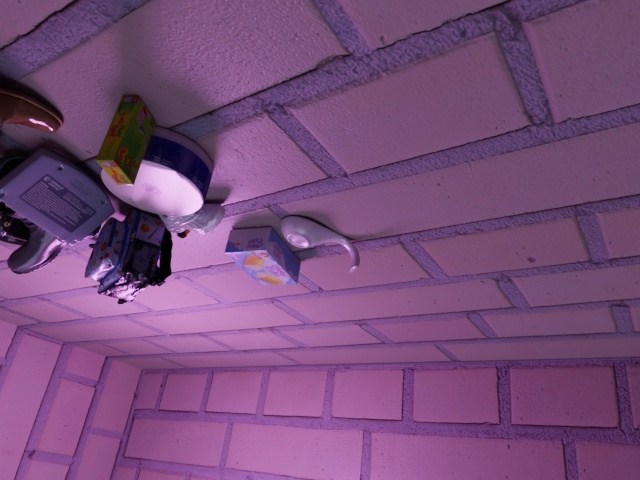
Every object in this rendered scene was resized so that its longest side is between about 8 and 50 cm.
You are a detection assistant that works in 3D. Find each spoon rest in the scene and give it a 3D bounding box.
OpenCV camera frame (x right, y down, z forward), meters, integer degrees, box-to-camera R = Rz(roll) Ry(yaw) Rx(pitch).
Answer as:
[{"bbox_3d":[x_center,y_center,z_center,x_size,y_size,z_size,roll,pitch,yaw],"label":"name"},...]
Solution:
[{"bbox_3d":[0.000,0.000,1.579,0.276,0.084,0.137,28,148,-9],"label":"spoon rest"}]

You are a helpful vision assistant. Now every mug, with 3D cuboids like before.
[{"bbox_3d":[-0.869,-0.166,1.408,0.097,0.130,0.157,4,-166,27],"label":"mug"}]

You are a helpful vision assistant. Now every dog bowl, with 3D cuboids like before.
[{"bbox_3d":[-0.419,-0.173,1.316,0.264,0.104,0.265,7,153,4],"label":"dog bowl"}]

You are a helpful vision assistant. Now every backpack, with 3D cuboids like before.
[{"bbox_3d":[-0.600,0.036,1.600,0.213,0.264,0.276,35,139,-31],"label":"backpack"}]

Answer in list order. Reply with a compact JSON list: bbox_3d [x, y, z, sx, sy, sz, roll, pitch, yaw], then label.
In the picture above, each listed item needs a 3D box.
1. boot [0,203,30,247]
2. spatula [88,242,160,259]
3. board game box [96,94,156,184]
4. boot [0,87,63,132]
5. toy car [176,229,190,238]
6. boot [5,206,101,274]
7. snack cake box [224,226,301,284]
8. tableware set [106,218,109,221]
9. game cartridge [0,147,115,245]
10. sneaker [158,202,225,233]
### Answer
[{"bbox_3d":[-0.991,-0.114,1.569,0.377,0.138,0.284,35,143,-32],"label":"boot"},{"bbox_3d":[-0.705,0.040,1.884,0.296,0.031,0.084,10,155,-4],"label":"spatula"},{"bbox_3d":[-0.429,-0.224,1.135,0.043,0.182,0.092,2,152,12],"label":"board game box"},{"bbox_3d":[-0.730,-0.284,1.135,0.112,0.115,0.305,-8,166,31],"label":"boot"},{"bbox_3d":[-0.405,-0.036,1.631,0.121,0.060,0.040,2,-175,27],"label":"toy car"},{"bbox_3d":[-0.876,-0.042,1.557,0.338,0.118,0.223,-33,147,2],"label":"boot"},{"bbox_3d":[-0.186,0.058,1.709,0.152,0.089,0.264,-2,151,22],"label":"snack cake box"},{"bbox_3d":[-0.779,-0.077,1.688,0.153,0.024,0.104,2,152,13],"label":"tableware set"},{"bbox_3d":[-0.730,-0.121,1.430,0.062,0.198,0.297,40,171,32],"label":"game cartridge"},{"bbox_3d":[-0.394,-0.081,1.507,0.232,0.091,0.115,-6,146,24],"label":"sneaker"}]
